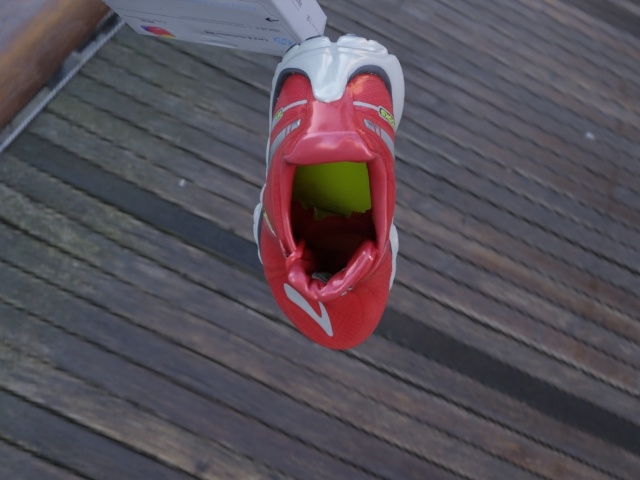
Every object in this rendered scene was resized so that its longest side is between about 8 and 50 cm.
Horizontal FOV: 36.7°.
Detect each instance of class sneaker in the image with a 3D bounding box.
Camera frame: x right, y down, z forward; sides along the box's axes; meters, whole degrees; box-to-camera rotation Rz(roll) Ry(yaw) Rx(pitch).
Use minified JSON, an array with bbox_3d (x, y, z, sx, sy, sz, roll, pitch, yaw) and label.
[{"bbox_3d":[0.000,0.000,0.637,0.107,0.279,0.118,0,50,4],"label":"sneaker"}]

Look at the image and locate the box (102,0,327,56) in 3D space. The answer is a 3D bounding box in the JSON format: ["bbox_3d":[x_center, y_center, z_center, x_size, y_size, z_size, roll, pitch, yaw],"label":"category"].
[{"bbox_3d":[-0.089,-0.171,0.611,0.145,0.186,0.038,12,82,18],"label":"box"}]
